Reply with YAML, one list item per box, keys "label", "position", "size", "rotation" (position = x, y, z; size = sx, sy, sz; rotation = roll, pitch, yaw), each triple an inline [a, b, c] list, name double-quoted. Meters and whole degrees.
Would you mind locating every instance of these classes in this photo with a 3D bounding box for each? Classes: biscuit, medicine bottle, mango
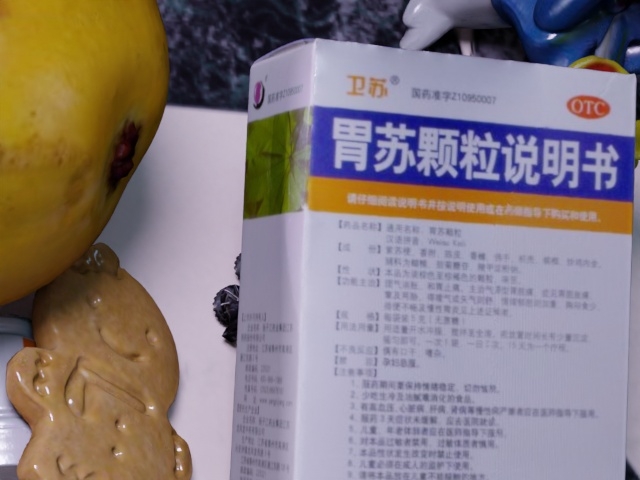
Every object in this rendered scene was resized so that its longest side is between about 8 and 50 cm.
- label: "biscuit"
  position: [-0.116, 0.087, 0.990]
  size: [0.133, 0.027, 0.184]
  rotation: [45, 34, -26]
- label: "medicine bottle"
  position: [-0.176, 0.091, 0.977]
  size: [0.057, 0.057, 0.089]
  rotation: [1, 60, -22]
- label: "mango"
  position: [-0.268, -0.152, 0.983]
  size: [0.300, 0.232, 0.446]
  rotation: [-28, 64, -28]

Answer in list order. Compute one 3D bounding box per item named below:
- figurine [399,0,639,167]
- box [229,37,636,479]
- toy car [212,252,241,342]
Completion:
- label: "figurine"
  position: [0.190, -0.126, 1.179]
  size: [0.204, 0.283, 0.338]
  rotation: [28, 65, -57]
- label: "box"
  position: [0.062, 0.049, 1.002]
  size: [0.200, 0.106, 0.299]
  rotation: [4, 85, -22]
- label: "toy car"
  position: [0.000, 0.000, 1.097]
  size: [0.062, 0.071, 0.165]
  rotation: [40, 53, -15]
